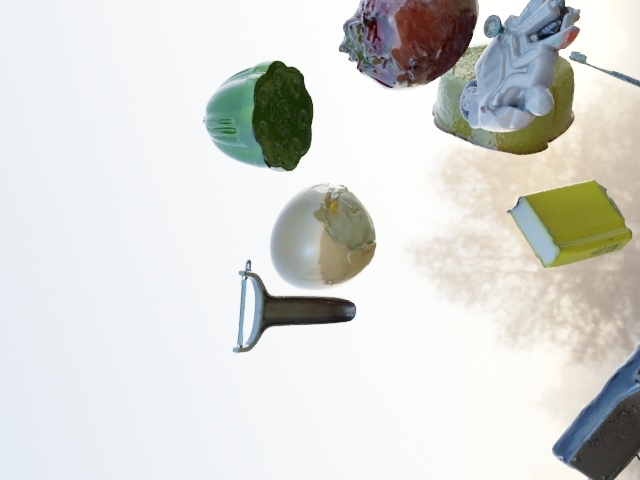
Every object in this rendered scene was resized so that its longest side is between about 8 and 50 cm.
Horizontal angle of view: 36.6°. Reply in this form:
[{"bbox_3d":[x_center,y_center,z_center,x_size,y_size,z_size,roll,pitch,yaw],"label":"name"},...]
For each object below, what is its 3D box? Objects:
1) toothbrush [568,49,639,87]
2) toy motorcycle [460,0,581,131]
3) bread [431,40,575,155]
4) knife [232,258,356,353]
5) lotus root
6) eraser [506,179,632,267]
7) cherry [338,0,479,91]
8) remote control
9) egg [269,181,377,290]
[{"bbox_3d":[0.571,-0.309,1.822,0.016,0.219,0.019,105,-172,-73],"label":"toothbrush"},{"bbox_3d":[0.316,-0.260,1.514,0.260,0.110,0.171,-54,46,36],"label":"toy motorcycle"},{"bbox_3d":[0.345,-0.268,1.807,0.270,0.270,0.148,-63,-21,-46],"label":"bread"},{"bbox_3d":[-0.040,0.090,1.366,0.278,0.053,0.123,5,-86,-57],"label":"knife"},{"bbox_3d":[-0.125,-0.198,1.576,0.186,0.186,0.186,6,-90,-71],"label":"lotus root"},{"bbox_3d":[0.520,-0.036,2.000,0.226,0.158,0.069,-13,-31,-30],"label":"eraser"},{"bbox_3d":[0.154,-0.341,1.508,0.250,0.175,0.192,-37,-6,-19],"label":"cherry"},{"bbox_3d":[0.592,0.289,1.767,0.398,0.145,0.062,-57,1,19],"label":"remote control"},{"bbox_3d":[0.000,0.000,1.887,0.244,0.201,0.201,-42,10,38],"label":"egg"}]
